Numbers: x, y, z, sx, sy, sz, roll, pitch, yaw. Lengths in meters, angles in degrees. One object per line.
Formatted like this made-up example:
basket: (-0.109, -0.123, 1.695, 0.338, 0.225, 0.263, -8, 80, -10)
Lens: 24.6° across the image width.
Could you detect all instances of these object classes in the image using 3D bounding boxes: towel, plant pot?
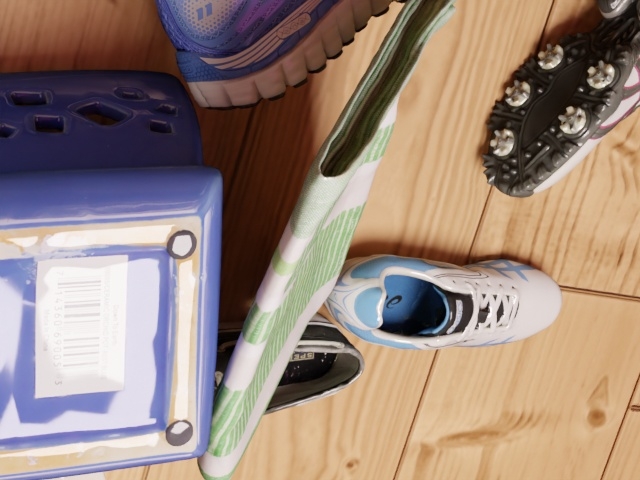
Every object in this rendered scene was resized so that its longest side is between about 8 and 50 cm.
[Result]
towel: (0.000, 0.000, 1.005, 0.038, 0.248, 0.325, 27, 134, 3)
plant pot: (-0.183, 0.027, 0.962, 0.235, 0.212, 0.236, -3, 112, -20)

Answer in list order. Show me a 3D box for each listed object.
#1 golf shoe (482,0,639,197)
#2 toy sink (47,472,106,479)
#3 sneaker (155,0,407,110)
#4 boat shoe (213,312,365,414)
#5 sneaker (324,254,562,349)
golf shoe: (0.248, -0.135, 1.222, 0.273, 0.105, 0.120, -53, 132, 0)
toy sink: (-0.231, 0.240, 1.090, 0.152, 0.131, 0.234, -24, 125, -19)
sneaker: (0.018, -0.235, 1.026, 0.330, 0.129, 0.147, -40, 116, -22)
boat shoe: (-0.070, 0.106, 1.159, 0.219, 0.070, 0.078, -13, 116, -25)
sneaker: (0.115, 0.058, 1.237, 0.237, 0.086, 0.085, 3, 107, -32)
